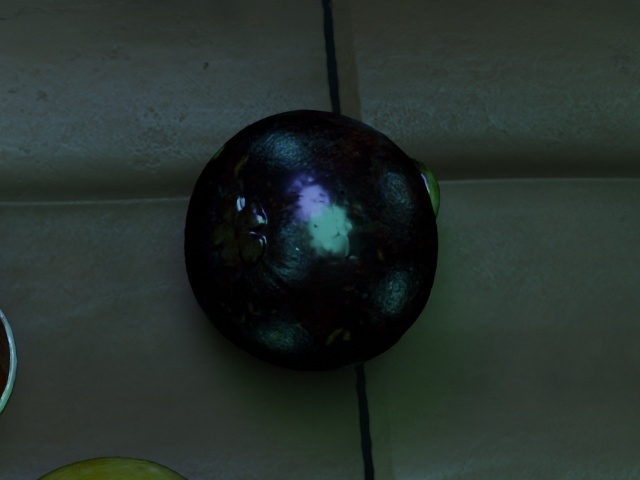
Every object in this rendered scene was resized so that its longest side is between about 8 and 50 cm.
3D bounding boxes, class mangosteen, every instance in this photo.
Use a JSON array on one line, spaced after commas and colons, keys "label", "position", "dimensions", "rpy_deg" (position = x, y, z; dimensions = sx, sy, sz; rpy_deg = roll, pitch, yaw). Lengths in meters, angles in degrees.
[{"label": "mangosteen", "position": [0.000, 0.000, 1.917], "dimensions": [0.288, 0.288, 0.288], "rpy_deg": [3, 70, -8]}]

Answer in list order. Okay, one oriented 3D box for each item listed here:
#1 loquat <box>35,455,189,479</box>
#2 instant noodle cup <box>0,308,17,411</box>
[{"label": "loquat", "position": [-0.198, 0.338, 1.762], "dimensions": [0.263, 0.263, 0.263], "rpy_deg": [3, 70, -8]}, {"label": "instant noodle cup", "position": [-0.411, 0.100, 1.848], "dimensions": [0.213, 0.174, 0.213], "rpy_deg": [3, 71, -8]}]
